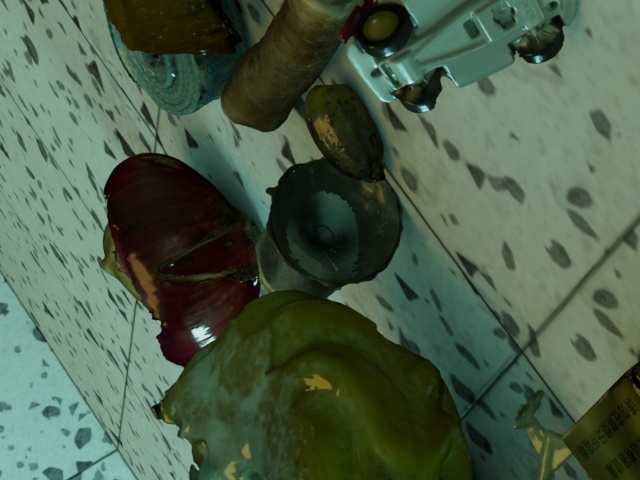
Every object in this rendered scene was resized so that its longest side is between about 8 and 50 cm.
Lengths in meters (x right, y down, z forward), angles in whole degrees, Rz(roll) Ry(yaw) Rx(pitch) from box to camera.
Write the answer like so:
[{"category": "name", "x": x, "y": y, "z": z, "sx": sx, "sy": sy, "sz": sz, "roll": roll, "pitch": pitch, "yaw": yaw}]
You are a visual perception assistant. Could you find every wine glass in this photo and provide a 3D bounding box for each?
[{"category": "wine glass", "x": 0.000, "y": 0.000, "z": 1.385, "sx": 0.122, "sy": 0.122, "sz": 0.183, "roll": 57, "pitch": 167, "yaw": 5}]

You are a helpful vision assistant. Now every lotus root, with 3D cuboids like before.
[{"category": "lotus root", "x": 0.021, "y": -0.086, "z": 1.282, "sx": 0.099, "sy": 0.049, "sz": 0.054, "roll": 57, "pitch": 160, "yaw": -14}]

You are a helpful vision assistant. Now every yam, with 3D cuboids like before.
[{"category": "yam", "x": -0.023, "y": -0.155, "z": 1.270, "sx": 0.066, "sy": 0.066, "sz": 0.299, "roll": 58, "pitch": 160, "yaw": 3}]

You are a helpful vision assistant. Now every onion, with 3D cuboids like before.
[{"category": "onion", "x": -0.149, "y": 0.019, "z": 1.691, "sx": 0.248, "sy": 0.161, "sz": 0.248, "roll": 54, "pitch": 155, "yaw": 39}]

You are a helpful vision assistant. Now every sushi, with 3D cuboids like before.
[{"category": "sushi", "x": -0.128, "y": -0.258, "z": 1.256, "sx": 0.149, "sy": 0.140, "sz": 0.287, "roll": 29, "pitch": 148, "yaw": 60}]

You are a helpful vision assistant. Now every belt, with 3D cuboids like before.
[{"category": "belt", "x": -0.132, "y": -0.202, "z": 1.434, "sx": 0.147, "sy": 0.082, "sz": 0.163, "roll": 43, "pitch": 151, "yaw": 11}]

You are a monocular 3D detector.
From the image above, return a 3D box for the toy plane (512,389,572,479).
[{"category": "toy plane", "x": 0.173, "y": 0.269, "z": 1.287, "sx": 0.108, "sy": 0.092, "sz": 0.286, "roll": 20, "pitch": 116, "yaw": 25}]

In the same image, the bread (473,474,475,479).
[{"category": "bread", "x": 0.111, "y": 0.240, "z": 1.522, "sx": 0.156, "sy": 0.064, "sz": 0.117, "roll": 35, "pitch": 154, "yaw": 47}]

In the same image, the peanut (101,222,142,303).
[{"category": "peanut", "x": -0.197, "y": 0.023, "z": 1.894, "sx": 0.159, "sy": 0.109, "sz": 0.140, "roll": 36, "pitch": 163, "yaw": 25}]

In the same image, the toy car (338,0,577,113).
[{"category": "toy car", "x": 0.073, "y": -0.158, "z": 0.943, "sx": 0.112, "sy": 0.139, "sz": 0.112, "roll": 49, "pitch": -165, "yaw": -52}]

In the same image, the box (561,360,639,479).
[{"category": "box", "x": 0.276, "y": 0.188, "z": 1.029, "sx": 0.240, "sy": 0.071, "sz": 0.159, "roll": 53, "pitch": 157, "yaw": 16}]

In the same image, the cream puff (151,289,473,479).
[{"category": "cream puff", "x": 0.028, "y": 0.208, "z": 1.339, "sx": 0.274, "sy": 0.269, "sz": 0.323, "roll": -25, "pitch": 66, "yaw": 42}]
